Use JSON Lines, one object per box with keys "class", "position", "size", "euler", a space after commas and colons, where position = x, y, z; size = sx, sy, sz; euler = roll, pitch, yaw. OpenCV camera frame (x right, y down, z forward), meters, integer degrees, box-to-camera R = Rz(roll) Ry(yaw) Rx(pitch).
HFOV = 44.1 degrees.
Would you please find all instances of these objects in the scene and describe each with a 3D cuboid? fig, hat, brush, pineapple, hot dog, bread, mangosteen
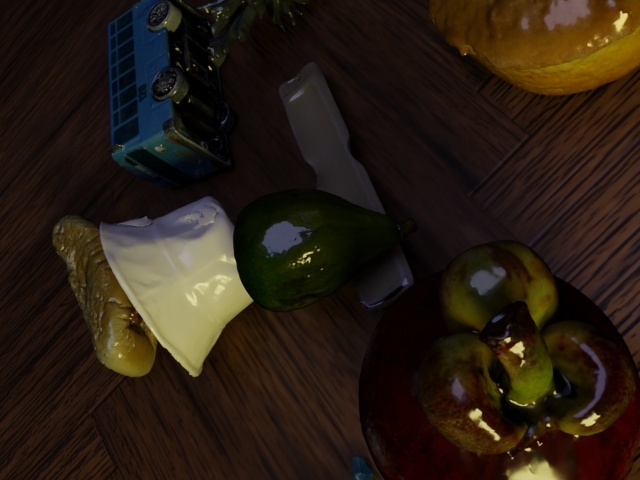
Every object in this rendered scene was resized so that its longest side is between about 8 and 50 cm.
{"class": "fig", "position": [0.000, 0.000, 0.745], "size": [0.177, 0.117, 0.117], "euler": [-14, 65, 25]}
{"class": "hat", "position": [-0.132, 0.032, 0.849], "size": [0.126, 0.203, 0.203], "euler": [-30, 56, -2]}
{"class": "brush", "position": [0.027, -0.065, 0.844], "size": [0.060, 0.050, 0.321], "euler": [-35, 55, 21]}
{"class": "pineapple", "position": [-0.036, -0.365, 0.947], "size": [0.169, 0.169, 0.340], "euler": [27, 96, 37]}
{"class": "hot dog", "position": [-0.254, 0.053, 0.956], "size": [0.073, 0.084, 0.242], "euler": [-43, 53, 13]}
{"class": "bread", "position": [0.220, -0.256, 0.734], "size": [0.268, 0.145, 0.268], "euler": [-15, 63, 32]}
{"class": "mangosteen", "position": [0.131, 0.103, 0.581], "size": [0.215, 0.257, 0.215], "euler": [-4, 56, 5]}

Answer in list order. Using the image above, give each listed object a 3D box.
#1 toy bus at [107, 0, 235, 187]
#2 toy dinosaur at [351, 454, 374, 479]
{"class": "toy bus", "position": [-0.194, -0.185, 0.992], "size": [0.133, 0.116, 0.234], "euler": [-23, 59, 24]}
{"class": "toy dinosaur", "position": [0.008, 0.359, 0.671], "size": [0.144, 0.076, 0.329], "euler": [-10, 61, -6]}
